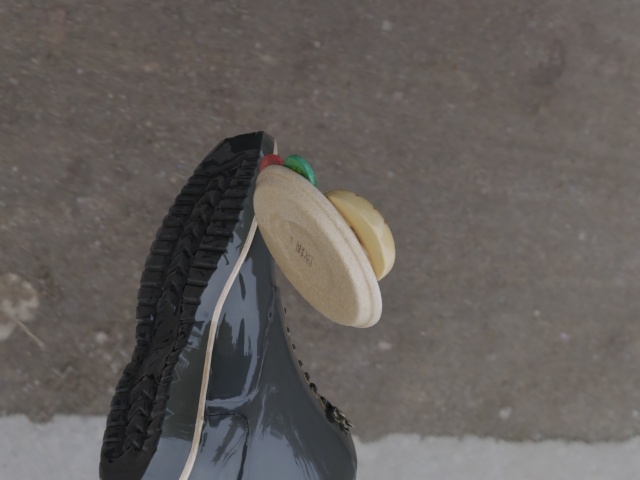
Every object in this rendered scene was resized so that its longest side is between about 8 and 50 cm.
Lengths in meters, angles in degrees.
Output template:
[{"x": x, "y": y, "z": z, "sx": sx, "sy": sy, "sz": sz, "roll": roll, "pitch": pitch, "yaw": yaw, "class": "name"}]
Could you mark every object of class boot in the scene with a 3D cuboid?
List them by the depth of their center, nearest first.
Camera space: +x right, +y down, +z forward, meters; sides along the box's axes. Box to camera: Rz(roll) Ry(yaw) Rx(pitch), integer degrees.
[{"x": -0.026, "y": 0.057, "z": 0.689, "sx": 0.137, "sy": 0.077, "sz": 0.198, "roll": 28, "pitch": 72, "yaw": -32, "class": "boot"}]

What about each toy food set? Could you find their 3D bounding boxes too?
[{"x": 0.000, "y": 0.000, "z": 0.553, "sx": 0.020, "sy": 0.082, "sz": 0.083, "roll": -35, "pitch": 147, "yaw": -21, "class": "toy food set"}]
